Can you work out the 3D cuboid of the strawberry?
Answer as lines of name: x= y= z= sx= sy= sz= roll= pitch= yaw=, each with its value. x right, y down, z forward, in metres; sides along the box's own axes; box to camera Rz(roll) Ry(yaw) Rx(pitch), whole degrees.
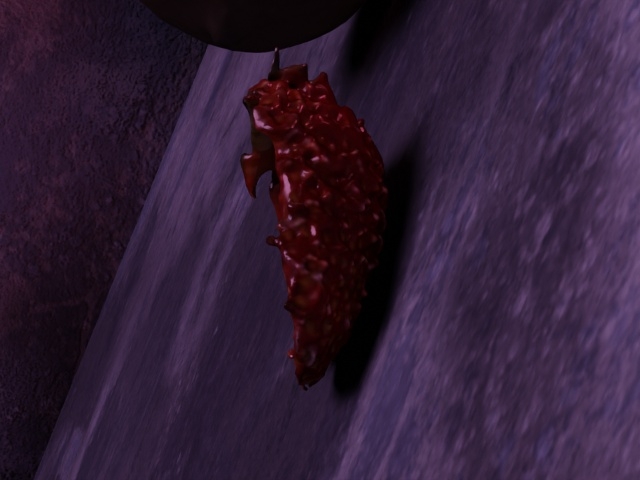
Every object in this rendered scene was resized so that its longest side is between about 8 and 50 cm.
strawberry: x=0.005 y=-0.002 z=0.939 sx=0.167 sy=0.087 sz=0.208 roll=90 pitch=168 yaw=-66

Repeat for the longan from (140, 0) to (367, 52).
longan: x=-0.055 y=-0.293 z=1.185 sx=0.297 sy=0.297 sz=0.297 roll=-158 pitch=90 yaw=-78
